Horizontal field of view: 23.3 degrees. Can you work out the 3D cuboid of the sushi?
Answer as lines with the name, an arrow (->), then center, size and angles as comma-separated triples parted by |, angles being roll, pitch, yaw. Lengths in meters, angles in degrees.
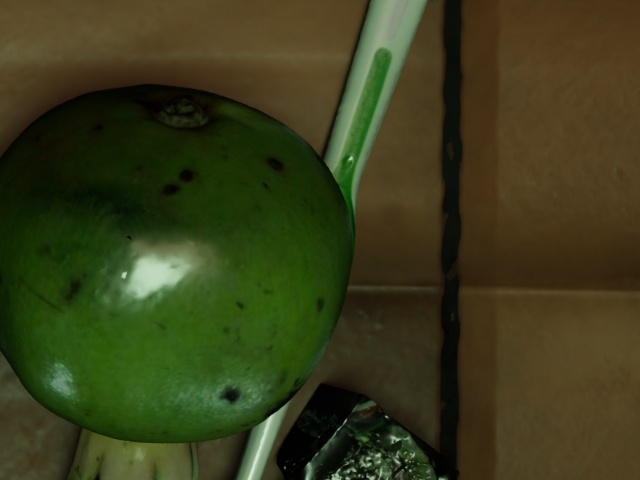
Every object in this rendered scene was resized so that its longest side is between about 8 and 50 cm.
sushi -> 0.020, 0.136, 0.835 | 0.083, 0.056, 0.084 | 37, 78, -21

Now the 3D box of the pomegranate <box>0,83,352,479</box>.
pomegranate -> -0.081, 0.037, 0.752 | 0.187, 0.187, 0.225 | 5, 114, -18

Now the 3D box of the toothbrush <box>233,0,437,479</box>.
toothbrush -> 0.001, 0.000, 0.836 | 0.042, 0.040, 0.417 | 20, 83, -14
